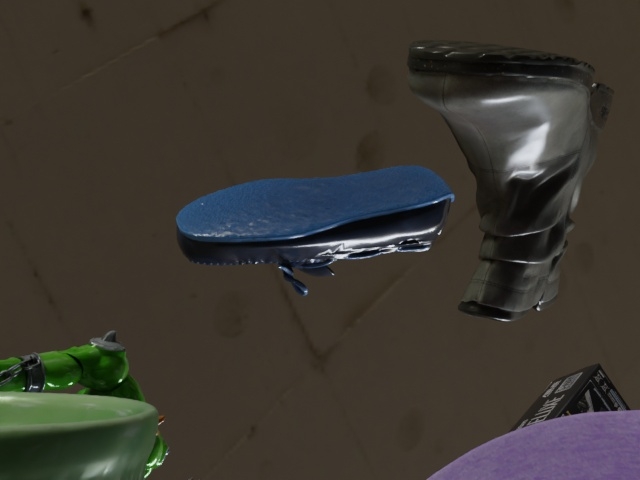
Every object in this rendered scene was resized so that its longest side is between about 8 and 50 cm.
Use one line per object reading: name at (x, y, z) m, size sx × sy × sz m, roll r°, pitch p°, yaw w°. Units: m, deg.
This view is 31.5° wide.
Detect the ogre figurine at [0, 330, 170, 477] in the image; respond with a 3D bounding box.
ogre figurine at (-0.195, 0.155, 0.937) m, size 0.118 × 0.097 × 0.197 m, roll -32°, pitch -75°, yaw -23°

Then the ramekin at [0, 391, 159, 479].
ramekin at (-0.252, 0.175, 0.690) m, size 0.303 × 0.303 × 0.148 m, roll 5°, pitch -96°, yaw -46°

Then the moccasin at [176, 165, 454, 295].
moccasin at (0.000, 0.000, 1.355) m, size 0.341 × 0.138 × 0.117 m, roll -5°, pitch -52°, yaw -13°

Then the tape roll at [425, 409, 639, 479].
tape roll at (0.114, 0.203, 0.396) m, size 0.090 × 0.274 × 0.275 m, roll 38°, pitch -122°, yaw -44°

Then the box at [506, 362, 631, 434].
box at (0.296, 0.318, 1.159) m, size 0.307 × 0.076 × 0.242 m, roll 55°, pitch -134°, yaw -2°

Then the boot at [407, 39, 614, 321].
boot at (0.113, -0.026, 0.674) m, size 0.246 × 0.083 × 0.161 m, roll 4°, pitch -82°, yaw -62°

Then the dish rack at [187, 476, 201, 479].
dish rack at (-0.212, 0.421, 1.381) m, size 0.271 × 0.074 × 0.208 m, roll -28°, pitch -70°, yaw -53°
